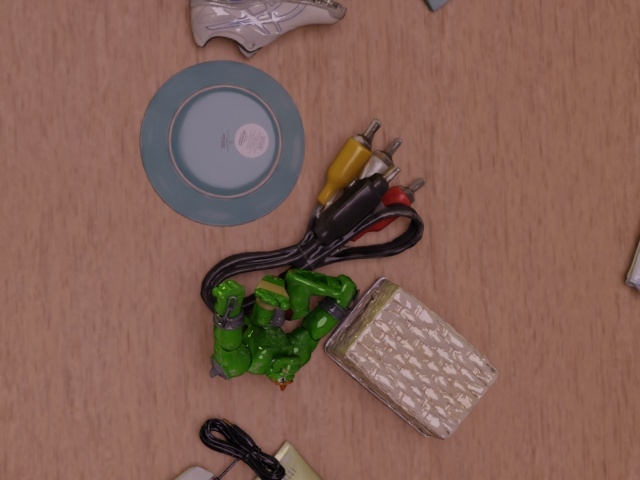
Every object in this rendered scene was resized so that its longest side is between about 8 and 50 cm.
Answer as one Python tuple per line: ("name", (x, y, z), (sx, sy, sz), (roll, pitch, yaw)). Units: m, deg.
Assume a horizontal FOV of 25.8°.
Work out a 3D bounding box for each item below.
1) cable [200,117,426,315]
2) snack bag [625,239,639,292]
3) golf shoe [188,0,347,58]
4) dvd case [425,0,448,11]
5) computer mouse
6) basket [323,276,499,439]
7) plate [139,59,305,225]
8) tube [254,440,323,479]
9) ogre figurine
("cable", (0.000, 0.000, 1.580), (0.287, 0.072, 0.139), (-39, 113, 3))
("snack bag", (0.556, -0.053, 1.684), (0.323, 0.037, 0.342), (18, 85, -9))
("golf shoe", (-0.061, -0.246, 1.566), (0.176, 0.069, 0.086), (5, 108, -8))
("dvd case", (0.156, -0.332, 1.606), (0.119, 0.013, 0.087), (-39, 124, -11))
("computer mouse", (-0.137, 0.289, 1.529), (0.106, 0.042, 0.193), (41, 82, 6))
("basket", (0.104, 0.133, 1.557), (0.167, 0.103, 0.113), (40, 83, -8))
("plate", (-0.107, -0.110, 1.563), (0.188, 0.024, 0.188), (0, 88, -10))
("tube", (0.022, 0.338, 1.561), (0.240, 0.062, 0.070), (41, 38, 0))
("ogre figurine", (-0.048, 0.093, 1.514), (0.097, 0.197, 0.118), (30, 114, 18))
